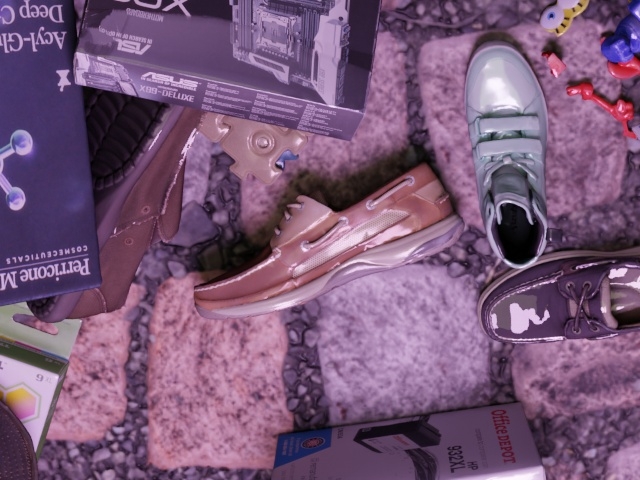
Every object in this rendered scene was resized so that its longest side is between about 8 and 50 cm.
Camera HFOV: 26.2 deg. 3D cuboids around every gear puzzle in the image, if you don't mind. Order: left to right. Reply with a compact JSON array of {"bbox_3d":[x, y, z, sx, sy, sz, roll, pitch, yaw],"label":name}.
[{"bbox_3d":[-0.139,-0.223,1.583,0.339,0.044,0.175,39,111,-3],"label":"gear puzzle"}]

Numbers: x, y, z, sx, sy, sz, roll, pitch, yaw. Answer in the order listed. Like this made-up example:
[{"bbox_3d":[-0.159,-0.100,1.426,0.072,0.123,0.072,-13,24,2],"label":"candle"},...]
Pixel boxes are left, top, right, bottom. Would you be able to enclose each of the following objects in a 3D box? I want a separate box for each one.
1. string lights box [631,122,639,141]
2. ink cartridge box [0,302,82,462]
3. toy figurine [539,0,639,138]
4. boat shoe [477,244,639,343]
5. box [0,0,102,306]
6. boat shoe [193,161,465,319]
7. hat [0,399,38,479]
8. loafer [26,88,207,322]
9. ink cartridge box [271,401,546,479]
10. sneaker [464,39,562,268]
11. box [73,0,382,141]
[{"bbox_3d":[0.497,-0.131,1.542,0.259,0.077,0.133,-32,124,8],"label":"string lights box"},{"bbox_3d":[-0.374,0.181,1.670,0.109,0.062,0.209,20,102,-1],"label":"ink cartridge box"},{"bbox_3d":[0.416,-0.263,1.463,0.362,0.217,0.191,-40,99,10],"label":"toy figurine"},{"bbox_3d":[0.325,0.065,1.604,0.285,0.092,0.103,-10,102,4],"label":"boat shoe"},{"bbox_3d":[-0.422,-0.124,1.435,0.212,0.293,0.396,2,99,45],"label":"box"},{"bbox_3d":[0.000,0.000,1.596,0.324,0.123,0.116,-21,94,0],"label":"boat shoe"},{"bbox_3d":[-0.493,0.282,1.609,0.331,0.134,0.331,6,103,26],"label":"hat"},{"bbox_3d":[-0.219,-0.065,1.586,0.130,0.134,0.366,11,119,-45],"label":"loafer"},{"bbox_3d":[0.104,0.299,1.598,0.307,0.223,0.129,-9,102,4],"label":"ink cartridge box"},{"bbox_3d":[0.218,-0.094,1.542,0.094,0.151,0.256,-8,101,5],"label":"sneaker"},{"bbox_3d":[-0.091,-0.256,1.476,0.307,0.076,0.242,12,67,-7],"label":"box"}]
